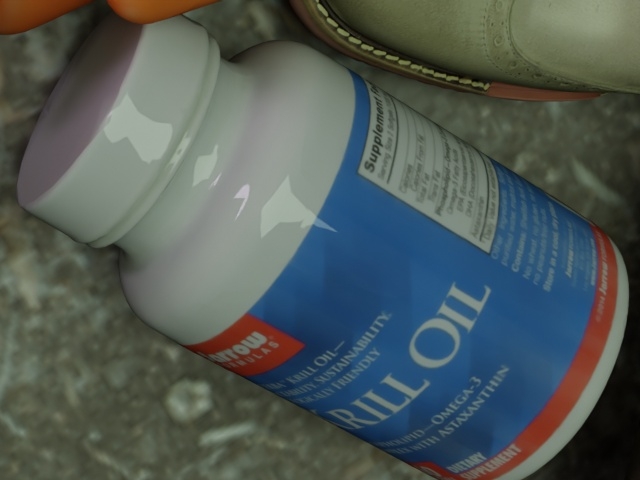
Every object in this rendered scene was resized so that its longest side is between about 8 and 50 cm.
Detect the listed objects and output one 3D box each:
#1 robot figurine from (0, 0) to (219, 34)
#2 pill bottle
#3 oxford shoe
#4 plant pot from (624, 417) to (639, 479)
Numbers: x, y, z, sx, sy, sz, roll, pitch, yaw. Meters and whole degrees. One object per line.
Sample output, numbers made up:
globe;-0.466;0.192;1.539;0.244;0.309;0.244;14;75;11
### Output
robot figurine;-0.079;-0.155;0.631;0.219;0.158;0.128;-27;120;-24
pill bottle;0.000;0.000;0.690;0.221;0.124;0.124;29;86;-22
oxford shoe;0.181;-0.126;0.734;0.397;0.146;0.141;-5;100;-21
plant pot;0.258;0.086;0.734;0.323;0.323;0.280;6;79;-23
